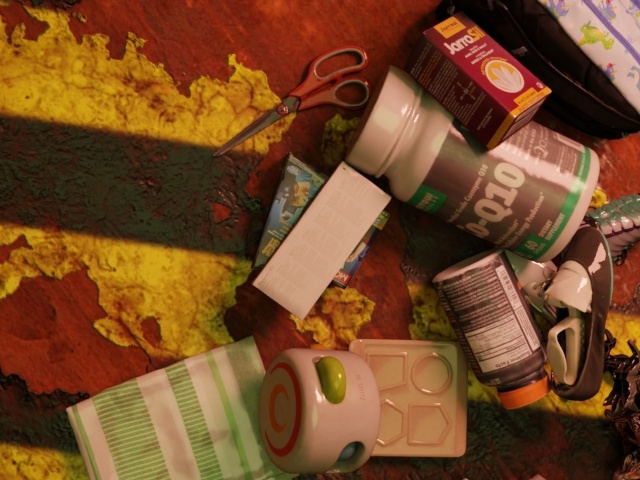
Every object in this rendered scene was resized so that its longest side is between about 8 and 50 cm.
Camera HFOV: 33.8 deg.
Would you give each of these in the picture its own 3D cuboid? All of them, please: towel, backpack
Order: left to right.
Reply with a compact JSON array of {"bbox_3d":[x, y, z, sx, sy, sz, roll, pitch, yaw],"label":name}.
[{"bbox_3d":[-0.223,0.325,1.709,0.325,0.038,0.248,-19,91,-5],"label":"towel"},{"bbox_3d":[0.404,-0.314,1.652,0.273,0.290,0.355,-42,100,-18],"label":"backpack"}]

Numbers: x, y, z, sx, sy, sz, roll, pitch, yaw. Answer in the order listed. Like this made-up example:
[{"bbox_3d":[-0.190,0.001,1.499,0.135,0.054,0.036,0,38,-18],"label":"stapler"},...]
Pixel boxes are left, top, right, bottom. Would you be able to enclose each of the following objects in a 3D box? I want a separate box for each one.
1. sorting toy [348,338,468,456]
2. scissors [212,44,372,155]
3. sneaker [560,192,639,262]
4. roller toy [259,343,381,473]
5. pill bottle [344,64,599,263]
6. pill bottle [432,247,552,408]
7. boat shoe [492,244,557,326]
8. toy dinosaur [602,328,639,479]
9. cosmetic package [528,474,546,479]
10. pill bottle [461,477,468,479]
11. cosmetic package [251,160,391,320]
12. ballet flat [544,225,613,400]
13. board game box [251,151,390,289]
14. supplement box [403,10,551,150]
[{"bbox_3d":[0.143,0.261,1.745,0.208,0.038,0.193,2,90,-9],"label":"sorting toy"},{"bbox_3d":[-0.053,-0.232,1.734,0.297,0.021,0.109,-20,94,-4],"label":"scissors"},{"bbox_3d":[0.499,-0.011,1.767,0.224,0.083,0.098,-15,120,-8],"label":"sneaker"},{"bbox_3d":[0.002,0.266,1.645,0.146,0.209,0.191,6,92,-27],"label":"roller toy"},{"bbox_3d":[0.235,-0.124,1.665,0.361,0.204,0.204,24,88,-4],"label":"pill bottle"},{"bbox_3d":[0.287,0.147,1.707,0.130,0.130,0.245,-25,93,-4],"label":"pill bottle"},{"bbox_3d":[0.380,0.080,1.742,0.226,0.076,0.083,43,86,-4],"label":"boat shoe"},{"bbox_3d":[0.545,0.249,1.746,0.218,0.164,0.322,22,70,-19],"label":"toy dinosaur"},{"bbox_3d":[0.419,0.580,1.688,0.155,0.197,0.365,-34,92,-4],"label":"cosmetic package"},{"bbox_3d":[0.190,0.460,1.720,0.160,0.087,0.087,-33,93,-5],"label":"pill bottle"},{"bbox_3d":[0.000,0.000,1.656,0.099,0.060,0.239,37,87,-6],"label":"cosmetic package"},{"bbox_3d":[0.402,0.119,1.651,0.096,0.095,0.280,-5,97,-36],"label":"ballet flat"},{"bbox_3d":[-0.020,-0.011,1.715,0.194,0.060,0.194,32,89,-5],"label":"board game box"},{"bbox_3d":[0.231,-0.239,1.561,0.188,0.081,0.104,45,51,13],"label":"supplement box"}]
